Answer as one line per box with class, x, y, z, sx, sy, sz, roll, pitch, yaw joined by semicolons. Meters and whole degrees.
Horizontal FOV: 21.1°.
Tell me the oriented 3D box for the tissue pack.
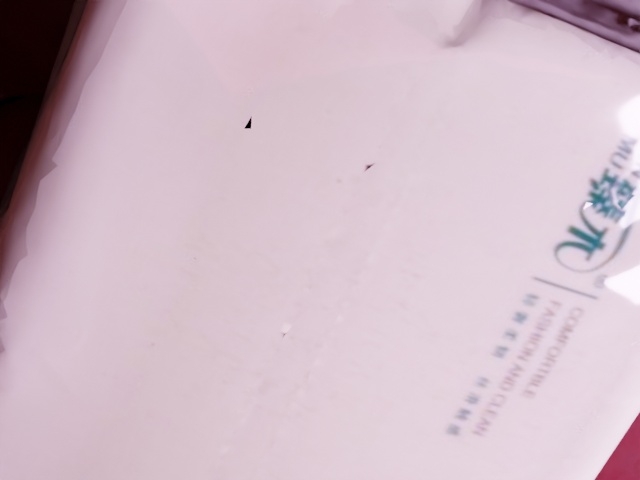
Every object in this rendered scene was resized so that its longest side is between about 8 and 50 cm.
tissue pack;0.000;0.000;0.776;0.297;0.207;0.380;21;120;-8
